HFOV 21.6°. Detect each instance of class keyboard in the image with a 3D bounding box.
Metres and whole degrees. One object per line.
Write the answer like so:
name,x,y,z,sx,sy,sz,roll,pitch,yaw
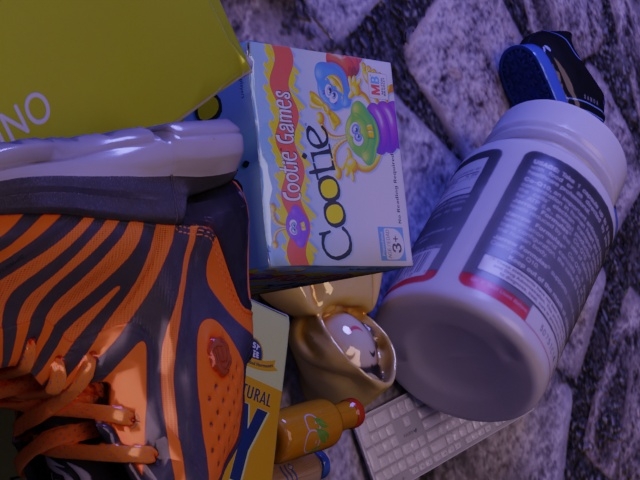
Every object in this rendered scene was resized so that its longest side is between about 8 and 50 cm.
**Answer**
keyboard,0.117,0.159,1.530,0.256,0.014,0.072,-20,97,-49

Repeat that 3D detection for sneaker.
sneaker,0.262,-0.104,1.706,0.090,0.081,0.232,-27,100,-41
sneaker,-0.126,0.051,0.694,0.321,0.125,0.180,-13,94,-50

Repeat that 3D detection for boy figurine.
boy figurine,0.000,0.000,1.378,0.177,0.092,0.285,11,70,-50

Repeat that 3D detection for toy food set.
toy food set,-0.008,0.241,1.293,0.104,0.111,0.232,-10,87,-49

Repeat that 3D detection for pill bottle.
pill bottle,0.172,0.012,1.516,0.161,0.161,0.283,55,46,-25

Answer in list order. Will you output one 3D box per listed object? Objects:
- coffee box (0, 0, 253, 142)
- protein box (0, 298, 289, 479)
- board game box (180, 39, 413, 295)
coffee box,-0.307,-0.133,0.868,0.337,0.334,0.338,-42,113,-45
protein box,-0.143,0.125,0.915,0.136,0.201,0.199,28,60,-42
board game box,-0.093,-0.031,1.134,0.142,0.275,0.144,1,81,-49
